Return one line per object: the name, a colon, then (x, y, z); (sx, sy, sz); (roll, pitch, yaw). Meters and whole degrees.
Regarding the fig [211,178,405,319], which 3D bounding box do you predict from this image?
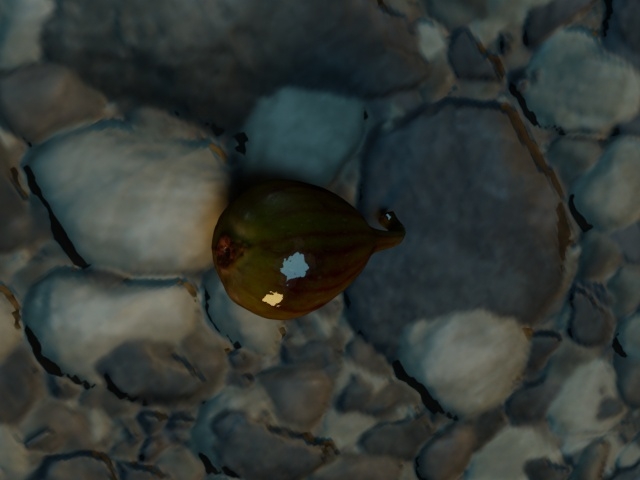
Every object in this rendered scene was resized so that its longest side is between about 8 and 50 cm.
fig: (0.000, 0.000, 0.674); (0.083, 0.050, 0.050); (-10, 121, -39)
